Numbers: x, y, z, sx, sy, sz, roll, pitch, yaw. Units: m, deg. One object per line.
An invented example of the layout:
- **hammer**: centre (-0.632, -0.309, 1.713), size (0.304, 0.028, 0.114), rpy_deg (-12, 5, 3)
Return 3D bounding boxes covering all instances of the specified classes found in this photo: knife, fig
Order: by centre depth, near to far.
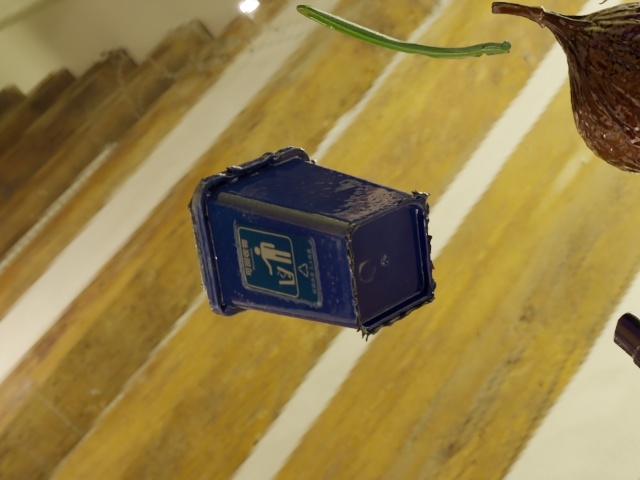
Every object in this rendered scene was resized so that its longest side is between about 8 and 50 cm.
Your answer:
- **knife**: centre (0.062, -0.158, 0.915), size (0.078, 0.166, 0.022), rpy_deg (-177, -84, -76)
- **fig**: centre (0.243, -0.158, 0.980), size (0.146, 0.201, 0.134), rpy_deg (-50, -175, 0)

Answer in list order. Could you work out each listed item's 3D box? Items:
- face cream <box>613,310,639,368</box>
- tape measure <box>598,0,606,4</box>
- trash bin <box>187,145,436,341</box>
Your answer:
- **face cream**: centre (0.337, 0.150, 0.923), size (0.078, 0.078, 0.273), rpy_deg (-44, -121, -6)
- **tape measure**: centre (0.292, -0.380, 1.043), size (0.084, 0.330, 0.164), rpy_deg (-16, -137, -34)
- **trash bin**: centre (0.000, 0.000, 1.214), size (0.184, 0.162, 0.235), rpy_deg (-25, -154, -38)
